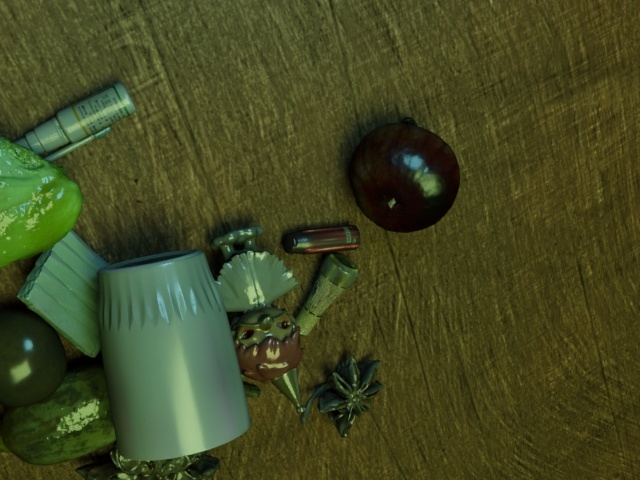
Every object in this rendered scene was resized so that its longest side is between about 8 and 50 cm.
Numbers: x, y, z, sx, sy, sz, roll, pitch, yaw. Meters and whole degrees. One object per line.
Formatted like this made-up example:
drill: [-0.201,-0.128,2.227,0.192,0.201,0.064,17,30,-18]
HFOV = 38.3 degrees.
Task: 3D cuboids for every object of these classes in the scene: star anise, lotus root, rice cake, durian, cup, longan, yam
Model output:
star anise: [0.051,0.364,2.171,0.231,0.089,0.209,9,99,-38]
lotus root: [-0.512,0.354,1.832,0.309,0.173,0.173,-24,125,-6]
rice cake: [-0.459,0.094,1.736,0.198,0.037,0.189,42,59,-41]
durian: [-0.570,-0.053,1.535,0.340,0.204,0.256,23,118,-37]
star anise: [-0.368,0.507,2.011,0.332,0.117,0.331,-9,120,-17]
cup: [-0.283,0.215,1.724,0.253,0.253,0.371,-13,97,-22]
longan: [-0.562,0.219,1.716,0.189,0.189,0.189,-13,121,-22]
yam: [-0.192,0.327,2.058,0.129,0.027,0.033,23,143,-37]

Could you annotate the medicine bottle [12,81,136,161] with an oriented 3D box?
medicine bottle: [-0.431,-0.196,1.627,0.221,0.061,0.092,-28,148,-6]

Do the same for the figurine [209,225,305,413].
figurine: [-0.121,0.168,1.845,0.207,0.166,0.386,-14,85,-20]

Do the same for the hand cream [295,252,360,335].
hand cream: [0.004,0.127,2.024,0.084,0.084,0.203,20,110,-34]

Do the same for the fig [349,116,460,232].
fig: [0.176,-0.131,1.889,0.214,0.235,0.235,-29,137,-60]

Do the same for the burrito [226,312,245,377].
burrito: [-0.239,0.239,1.944,0.348,0.107,0.175,-9,107,-26]

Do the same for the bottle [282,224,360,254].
bottle: [0.000,0.000,1.964,0.164,0.060,0.060,-5,118,-25]
